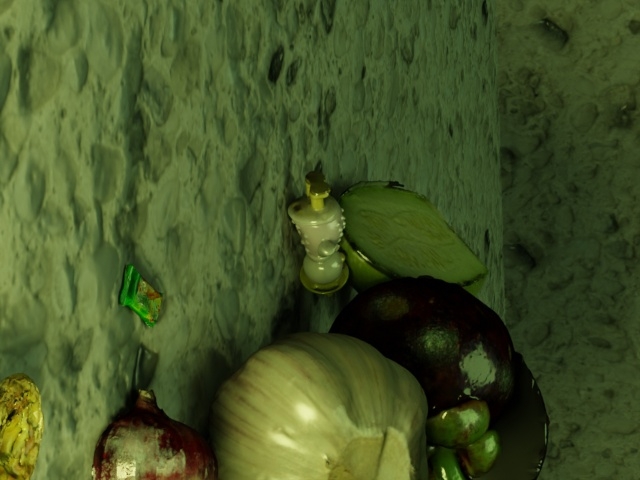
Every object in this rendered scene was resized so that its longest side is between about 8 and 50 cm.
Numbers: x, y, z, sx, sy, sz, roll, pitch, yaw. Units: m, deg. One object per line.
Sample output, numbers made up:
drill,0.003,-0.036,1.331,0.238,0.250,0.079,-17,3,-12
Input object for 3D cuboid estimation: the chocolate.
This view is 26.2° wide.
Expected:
chocolate,0.199,0.315,2.368,0.331,0.384,0.383,88,6,-86

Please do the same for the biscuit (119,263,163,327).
biscuit,-0.196,0.064,1.516,0.089,0.016,0.046,57,39,-62

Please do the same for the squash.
squash,0.124,0.001,2.198,0.233,0.210,0.309,52,-3,20

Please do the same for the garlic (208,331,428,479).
garlic,-0.007,0.252,1.764,0.317,0.259,0.317,-6,100,-34

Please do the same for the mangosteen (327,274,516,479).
mangosteen,0.145,0.201,1.987,0.311,0.311,0.311,3,90,-73

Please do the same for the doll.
doll,0.000,0.000,2.023,0.129,0.081,0.207,-116,-165,-54

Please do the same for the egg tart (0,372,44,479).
egg tart,-0.284,0.178,1.203,0.129,0.049,0.128,7,90,-78

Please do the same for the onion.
onion,-0.166,0.242,1.508,0.206,0.098,0.151,28,68,-71
